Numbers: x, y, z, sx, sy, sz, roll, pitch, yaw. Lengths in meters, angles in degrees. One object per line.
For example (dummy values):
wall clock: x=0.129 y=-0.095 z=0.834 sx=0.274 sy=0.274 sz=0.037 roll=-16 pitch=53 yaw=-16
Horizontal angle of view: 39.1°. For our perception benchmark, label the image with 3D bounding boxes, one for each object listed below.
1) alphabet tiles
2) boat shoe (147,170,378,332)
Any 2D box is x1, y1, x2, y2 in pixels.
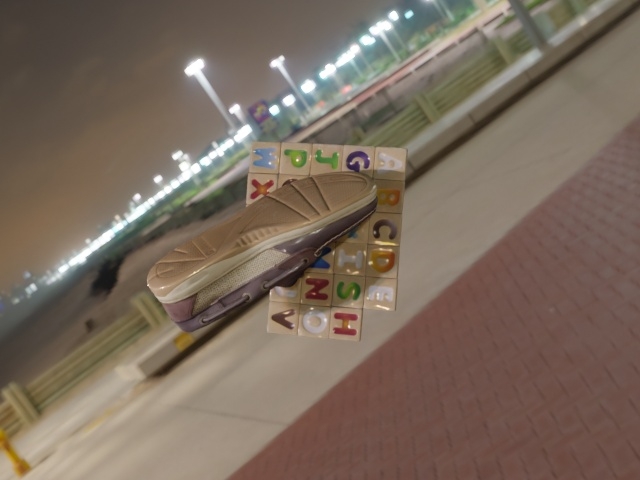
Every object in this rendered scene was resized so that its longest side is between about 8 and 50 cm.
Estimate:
alphabet tiles: x=0.000 y=0.000 z=1.103 sx=0.198 sy=0.237 sz=0.009 roll=4 pitch=-2 yaw=13
boat shoe: x=-0.058 y=0.012 z=1.047 sx=0.285 sy=0.092 sz=0.103 roll=-28 pitch=33 yaw=-12
